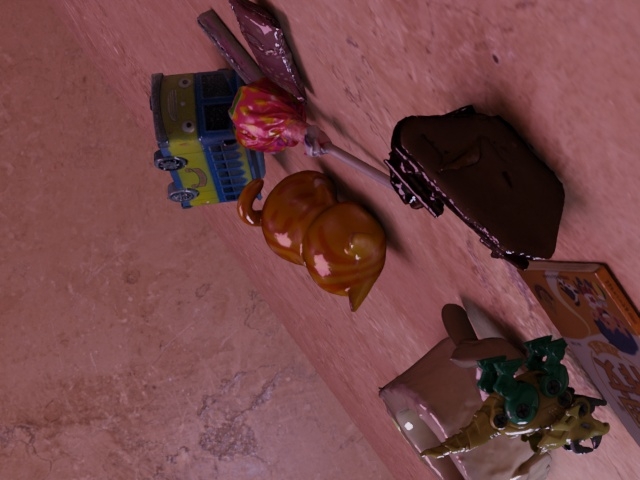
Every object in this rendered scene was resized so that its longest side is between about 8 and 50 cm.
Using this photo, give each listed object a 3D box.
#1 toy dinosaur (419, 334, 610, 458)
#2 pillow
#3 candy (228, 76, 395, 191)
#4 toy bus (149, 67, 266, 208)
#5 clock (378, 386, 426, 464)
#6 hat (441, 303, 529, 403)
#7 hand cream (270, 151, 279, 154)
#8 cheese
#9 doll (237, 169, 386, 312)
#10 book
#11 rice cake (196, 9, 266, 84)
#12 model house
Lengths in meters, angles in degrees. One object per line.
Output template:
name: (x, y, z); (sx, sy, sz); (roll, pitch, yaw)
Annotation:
toy dinosaur: (0.241, 0.209, 1.442); (0.094, 0.259, 0.153); (165, 96, -76)
pillow: (-0.074, -0.285, 1.678); (0.118, 0.043, 0.185); (38, 166, 33)
candy: (-0.002, -0.145, 1.722); (0.365, 0.124, 0.124); (34, 159, 38)
toy bus: (-0.206, -0.185, 2.096); (0.312, 0.190, 0.152); (83, 180, -69)
clock: (0.219, 0.416, 2.576); (0.232, 0.069, 0.170); (55, 169, -10)
hat: (0.256, 0.163, 1.688); (0.166, 0.144, 0.173); (59, -149, -39)
hand cream: (-0.087, -0.208, 1.974); (0.084, 0.053, 0.142); (42, 155, 32)
cheese: (0.249, 0.319, 1.932); (0.292, 0.153, 0.332); (50, 170, 14)
doll: (0.007, -0.011, 1.905); (0.269, 0.162, 0.166); (28, 139, 44)
book: (0.351, 0.146, 1.306); (0.295, 0.020, 0.208); (54, 168, -7)
rice cake: (-0.135, -0.300, 1.906); (0.207, 0.033, 0.033); (51, 170, 9)
model house: (0.155, -0.050, 1.200); (0.203, 0.141, 0.164); (51, 159, 0)
